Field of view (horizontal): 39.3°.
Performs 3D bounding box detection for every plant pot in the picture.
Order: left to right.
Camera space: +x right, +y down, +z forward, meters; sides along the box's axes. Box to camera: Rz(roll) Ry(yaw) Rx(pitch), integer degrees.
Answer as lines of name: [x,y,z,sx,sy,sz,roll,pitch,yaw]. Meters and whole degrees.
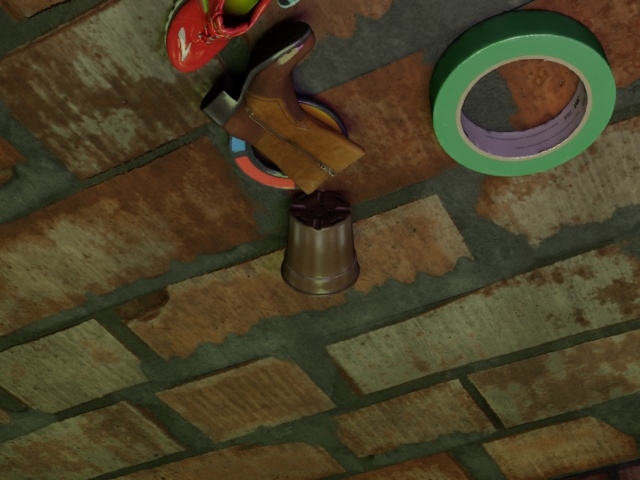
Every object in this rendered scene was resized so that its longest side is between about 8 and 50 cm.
plant pot: [0.000,0.000,1.816,0.166,0.167,0.165,0,131,-1]

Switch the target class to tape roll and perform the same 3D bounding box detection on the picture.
tape roll: [0.357,-0.254,1.600,0.321,0.077,0.321,0,137,0]

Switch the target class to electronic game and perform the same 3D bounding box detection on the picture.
electronic game: [-0.061,-0.182,1.691,0.229,0.048,0.229,-1,137,-1]

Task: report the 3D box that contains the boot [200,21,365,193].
boot: [-0.027,-0.220,1.567,0.280,0.096,0.264,36,121,-27]

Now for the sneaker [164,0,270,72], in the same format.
sneaker: [-0.164,-0.362,1.441,0.107,0.118,0.279,29,129,-28]

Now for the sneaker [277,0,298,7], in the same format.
sneaker: [-0.027,-0.411,1.433,0.038,0.069,0.098,44,107,3]
